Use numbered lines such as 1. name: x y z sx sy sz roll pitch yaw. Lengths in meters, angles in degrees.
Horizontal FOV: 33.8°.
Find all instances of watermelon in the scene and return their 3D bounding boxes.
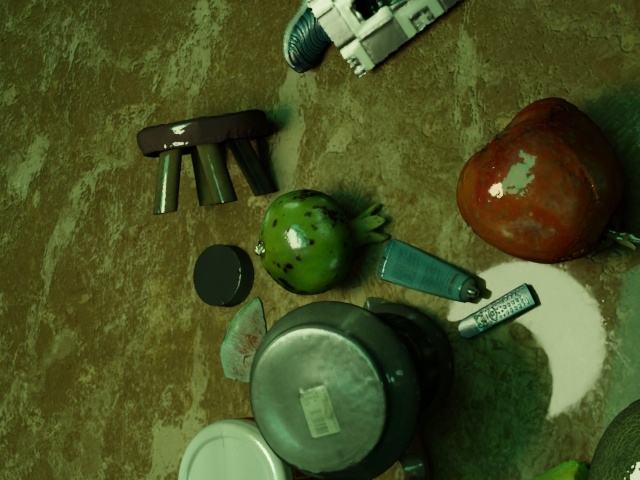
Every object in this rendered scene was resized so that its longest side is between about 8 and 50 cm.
1. watermelon: -0.160 0.206 2.183 0.094 0.081 0.180 6 93 9

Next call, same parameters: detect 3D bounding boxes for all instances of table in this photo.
1. table: -0.207 0.075 2.229 0.134 0.043 0.133 -4 82 34

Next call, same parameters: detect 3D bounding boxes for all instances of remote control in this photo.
1. remote control: 0.313 0.130 1.883 0.152 0.027 0.043 -33 62 25

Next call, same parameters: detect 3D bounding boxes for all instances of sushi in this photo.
1. sushi: 0.088 -0.556 2.027 0.296 0.100 0.373 -34 96 25

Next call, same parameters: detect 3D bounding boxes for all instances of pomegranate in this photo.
1. pomegranate: 0.000 0.000 2.027 0.263 0.211 0.211 -9 75 -12

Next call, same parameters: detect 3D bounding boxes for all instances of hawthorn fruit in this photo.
1. hawthorn fruit: 0.389 -0.073 1.727 0.307 0.276 0.276 41 108 16

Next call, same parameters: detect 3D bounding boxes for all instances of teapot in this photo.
1. teapot: 0.082 0.276 1.825 0.306 0.362 0.375 -20 85 27

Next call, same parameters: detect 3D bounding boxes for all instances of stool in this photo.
1. stool: -0.231 -0.162 2.156 0.272 0.272 0.178 -8 95 33

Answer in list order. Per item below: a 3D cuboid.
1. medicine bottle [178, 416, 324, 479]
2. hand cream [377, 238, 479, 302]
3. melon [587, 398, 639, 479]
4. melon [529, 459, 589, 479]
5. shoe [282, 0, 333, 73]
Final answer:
1. medicine bottle: -0.105 0.460 1.998 0.253 0.241 0.252 -4 83 35
2. hand cream: 0.201 0.066 1.962 0.224 0.048 0.083 22 97 40
3. melon: 0.522 0.382 1.584 0.238 0.237 0.301 16 96 34
4. melon: 0.309 0.555 1.707 0.344 0.226 0.331 -29 61 28
5. shoe: 0.002 -0.430 2.116 0.106 0.091 0.207 36 101 37
